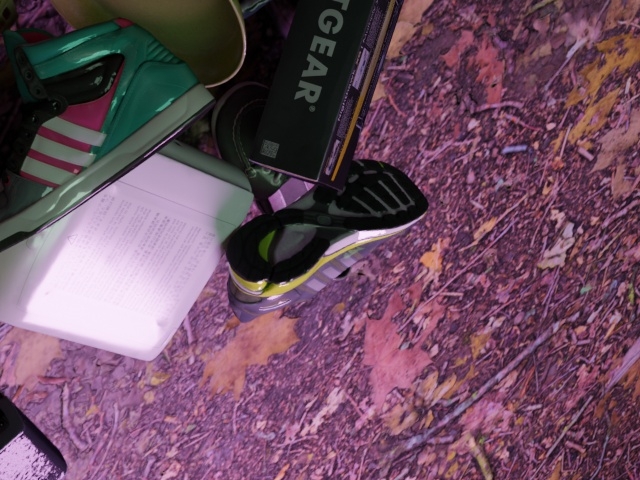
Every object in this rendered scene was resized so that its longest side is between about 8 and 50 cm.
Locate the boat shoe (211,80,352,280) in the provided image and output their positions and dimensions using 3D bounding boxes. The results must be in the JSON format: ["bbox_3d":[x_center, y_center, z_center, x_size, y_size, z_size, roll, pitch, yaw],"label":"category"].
[{"bbox_3d":[-0.031,-0.066,2.218,0.112,0.095,0.335,-44,145,-13],"label":"boat shoe"}]

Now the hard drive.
[{"bbox_3d":[-0.412,0.313,2.146,0.254,0.054,0.172,-45,146,-11],"label":"hard drive"}]

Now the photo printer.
[{"bbox_3d":[-0.239,-0.008,2.013,0.307,0.107,0.256,20,103,-55],"label":"photo printer"}]

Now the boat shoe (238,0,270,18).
[{"bbox_3d":[-0.047,-0.337,1.896,0.340,0.158,0.127,-42,145,-16],"label":"boat shoe"}]

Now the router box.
[{"bbox_3d":[0.021,-0.212,2.008,0.243,0.081,0.308,14,94,-83],"label":"router box"}]

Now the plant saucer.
[{"bbox_3d":[-0.170,-0.244,1.783,0.037,0.241,0.241,-59,152,-29],"label":"plant saucer"}]

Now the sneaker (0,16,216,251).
[{"bbox_3d":[-0.269,-0.118,1.805,0.295,0.178,0.124,-35,-177,8],"label":"sneaker"}]

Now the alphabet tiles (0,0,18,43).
[{"bbox_3d":[-0.339,-0.192,1.637,0.285,0.011,0.342,-58,174,-12],"label":"alphabet tiles"}]

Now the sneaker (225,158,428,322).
[{"bbox_3d":[0.000,0.000,2.180,0.300,0.111,0.121,-25,157,-32],"label":"sneaker"}]
